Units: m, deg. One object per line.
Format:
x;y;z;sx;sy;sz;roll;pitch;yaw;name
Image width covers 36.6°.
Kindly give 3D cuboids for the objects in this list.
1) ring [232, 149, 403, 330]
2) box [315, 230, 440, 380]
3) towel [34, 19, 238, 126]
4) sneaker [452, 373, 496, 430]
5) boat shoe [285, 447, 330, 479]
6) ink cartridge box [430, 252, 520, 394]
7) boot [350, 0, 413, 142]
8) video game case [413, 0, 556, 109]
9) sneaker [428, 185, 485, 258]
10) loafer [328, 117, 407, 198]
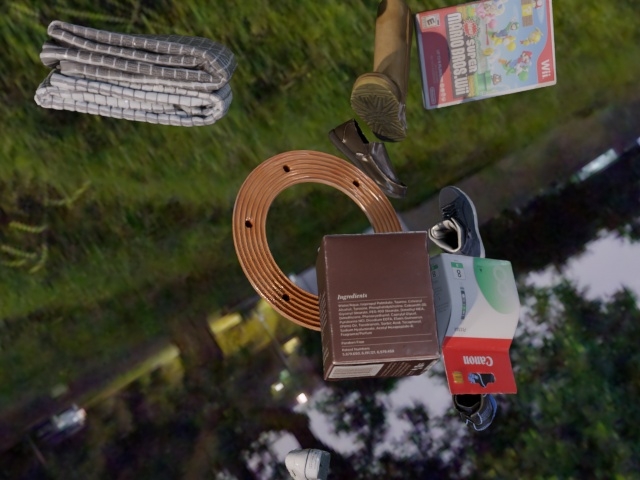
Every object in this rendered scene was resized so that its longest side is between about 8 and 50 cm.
0.000;0.000;1.685;0.336;0.336;0.032;-31;175;-35;ring
0.085;0.107;1.528;0.167;0.203;0.168;-3;164;-5;box
-0.271;-0.261;1.468;0.284;0.121;0.235;8;-164;-5;towel
0.291;0.312;1.874;0.090;0.081;0.232;-51;149;-33;sneaker
-0.027;0.460;1.989;0.226;0.076;0.083;81;22;-64;boat shoe
0.265;0.137;1.599;0.181;0.224;0.056;7;153;-41;ink cartridge box
0.122;-0.354;1.856;0.089;0.269;0.236;1;161;13;boot
0.342;-0.395;1.998;0.285;0.204;0.025;-12;-155;-4;video game case
0.315;-0.054;2.341;0.086;0.226;0.163;-31;149;25;sneaker
0.113;-0.179;2.089;0.078;0.220;0.080;-47;172;15;loafer
